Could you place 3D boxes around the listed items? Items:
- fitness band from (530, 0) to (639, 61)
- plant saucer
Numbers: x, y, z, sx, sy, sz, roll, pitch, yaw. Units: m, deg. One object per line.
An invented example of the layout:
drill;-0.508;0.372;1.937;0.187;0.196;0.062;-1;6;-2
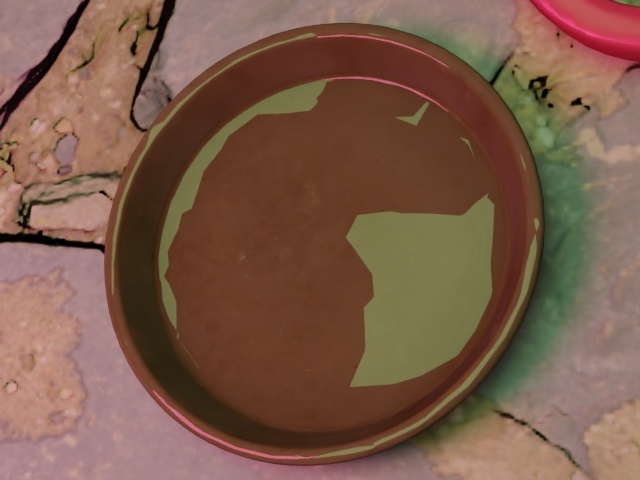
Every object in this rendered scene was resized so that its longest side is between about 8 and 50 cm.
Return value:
fitness band;0.182;-0.242;0.787;0.209;0.054;0.290;-41;70;18
plant saucer;0.000;0.000;0.801;0.278;0.041;0.277;-5;72;17
